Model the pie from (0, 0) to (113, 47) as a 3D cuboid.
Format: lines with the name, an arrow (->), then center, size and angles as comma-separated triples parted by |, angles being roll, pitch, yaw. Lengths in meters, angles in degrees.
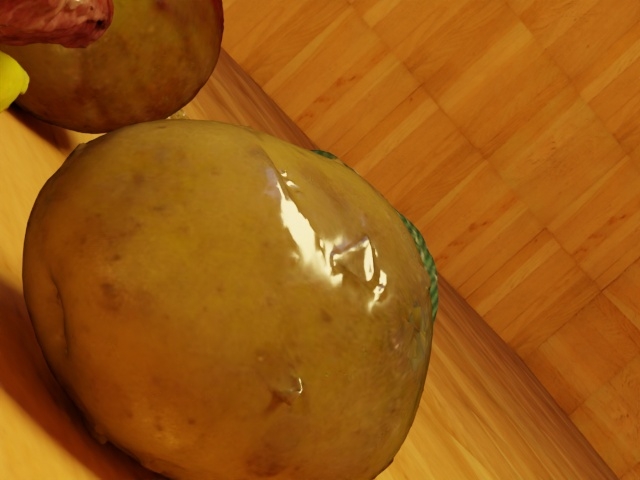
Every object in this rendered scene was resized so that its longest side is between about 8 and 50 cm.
pie -> -0.134, -0.127, 0.455 | 0.182, 0.049, 0.182 | 45, 4, -4

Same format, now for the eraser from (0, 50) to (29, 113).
eraser -> -0.190, -0.098, 0.425 | 0.158, 0.069, 0.226 | 50, 6, 15

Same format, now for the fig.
fig -> -0.146, -0.163, 0.782 | 0.170, 0.145, 0.274 | 49, -9, 23

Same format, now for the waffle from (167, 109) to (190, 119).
waffle -> -0.139, -0.104, 1.088 | 0.191, 0.038, 0.191 | 47, 4, -5

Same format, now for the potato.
potato -> -0.027, 0.029, 0.539 | 0.137, 0.137, 0.176 | 51, 8, 31

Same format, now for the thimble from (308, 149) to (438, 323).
thimble -> -0.005, 0.023, 0.802 | 0.090, 0.118, 0.135 | 37, 26, -40
